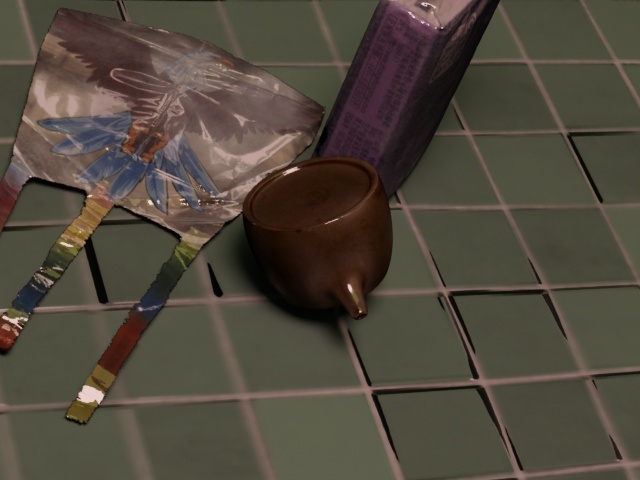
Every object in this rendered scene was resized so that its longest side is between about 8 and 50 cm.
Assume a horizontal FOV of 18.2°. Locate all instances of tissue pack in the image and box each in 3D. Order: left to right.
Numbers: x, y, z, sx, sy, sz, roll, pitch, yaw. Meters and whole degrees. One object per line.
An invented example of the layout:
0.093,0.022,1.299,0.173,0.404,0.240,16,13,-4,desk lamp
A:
0.048,-0.093,1.091,0.051,0.156,0.112,32,45,8,tissue pack

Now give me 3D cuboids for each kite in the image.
-0.102,-0.023,1.071,0.169,0.015,0.310,19,43,-1,kite

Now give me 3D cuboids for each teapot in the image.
0.000,0.000,1.051,0.076,0.068,0.121,-21,31,-9,teapot
